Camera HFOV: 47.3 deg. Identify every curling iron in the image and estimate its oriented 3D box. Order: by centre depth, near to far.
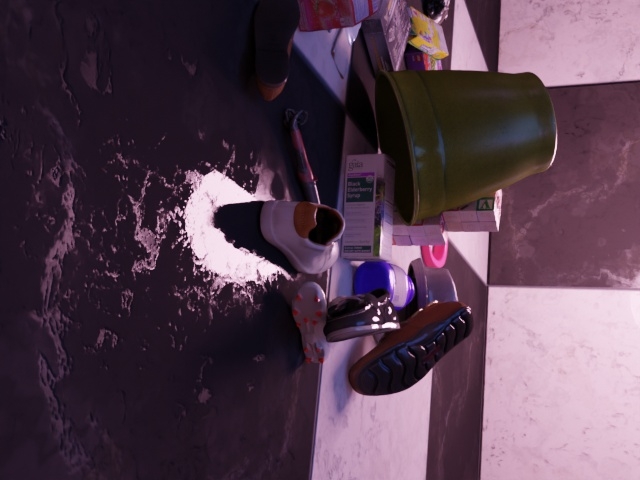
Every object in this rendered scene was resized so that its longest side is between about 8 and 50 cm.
[{"bbox_3d":[-0.021,-0.131,1.407,0.068,0.035,0.274,-61,144,-49],"label":"curling iron"}]

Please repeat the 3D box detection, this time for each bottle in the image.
[{"bbox_3d":[0.167,0.116,1.798,0.283,0.092,0.118,17,71,-67],"label":"bottle"}]

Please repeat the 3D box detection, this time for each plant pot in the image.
[{"bbox_3d":[0.340,-0.247,1.708,0.366,0.353,0.366,168,-90,-86],"label":"plant pot"}]

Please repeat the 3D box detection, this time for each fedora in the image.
[{"bbox_3d":[0.308,0.181,2.007,0.244,0.124,0.275,-103,-168,-82],"label":"fedora"}]

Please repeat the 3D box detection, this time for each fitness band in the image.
[{"bbox_3d":[0.377,-0.055,2.370,0.209,0.054,0.290,28,66,-66],"label":"fitness band"}]

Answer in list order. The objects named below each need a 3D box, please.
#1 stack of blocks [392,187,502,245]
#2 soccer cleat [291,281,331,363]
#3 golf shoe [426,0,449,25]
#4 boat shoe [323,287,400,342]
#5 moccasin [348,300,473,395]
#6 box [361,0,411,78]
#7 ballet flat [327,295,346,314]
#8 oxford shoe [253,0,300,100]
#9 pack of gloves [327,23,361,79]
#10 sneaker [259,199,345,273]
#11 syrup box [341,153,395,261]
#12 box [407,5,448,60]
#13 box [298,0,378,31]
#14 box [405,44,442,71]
[{"bbox_3d":[0.298,-0.079,1.848,0.087,0.297,0.171,64,33,-48],"label":"stack of blocks"},{"bbox_3d":[-0.013,0.149,1.400,0.076,0.068,0.196,-68,157,-52],"label":"soccer cleat"},{"bbox_3d":[0.383,-0.767,2.370,0.094,0.077,0.198,80,29,-51],"label":"golf shoe"},{"bbox_3d":[0.074,0.137,1.408,0.335,0.112,0.095,16,59,-71],"label":"boat shoe"},{"bbox_3d":[0.205,0.248,1.766,0.380,0.147,0.139,-35,120,-32],"label":"moccasin"},{"bbox_3d":[0.168,-0.546,1.845,0.183,0.056,0.231,65,33,-46],"label":"box"},{"bbox_3d":[0.054,0.157,1.568,0.203,0.074,0.074,26,66,-59],"label":"ballet flat"},{"bbox_3d":[-0.082,-0.334,1.242,0.076,0.076,0.212,114,-15,-65],"label":"oxford shoe"},{"bbox_3d":[0.062,-0.506,1.599,0.195,0.046,0.232,61,37,-49],"label":"pack of gloves"},{"bbox_3d":[0.000,0.000,1.350,0.290,0.123,0.105,32,59,-66],"label":"sneaker"},{"bbox_3d":[0.109,-0.073,1.654,0.096,0.093,0.236,19,73,-66],"label":"syrup box"},{"bbox_3d":[0.289,-0.590,2.075,0.179,0.043,0.105,15,59,-47],"label":"box"},{"bbox_3d":[0.014,-0.535,1.365,0.128,0.123,0.256,-49,134,-50],"label":"box"},{"bbox_3d":[0.331,-0.482,2.244,0.201,0.057,0.293,-65,147,-47],"label":"box"}]
